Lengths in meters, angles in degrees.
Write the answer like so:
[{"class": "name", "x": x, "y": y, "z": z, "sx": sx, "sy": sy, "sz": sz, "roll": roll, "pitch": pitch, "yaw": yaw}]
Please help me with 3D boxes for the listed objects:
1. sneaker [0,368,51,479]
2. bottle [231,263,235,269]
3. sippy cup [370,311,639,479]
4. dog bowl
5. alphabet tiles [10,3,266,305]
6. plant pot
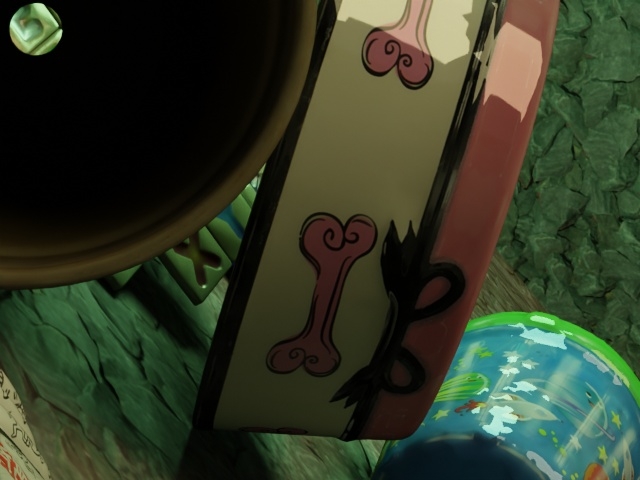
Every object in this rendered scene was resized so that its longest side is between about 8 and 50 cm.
[{"class": "sneaker", "x": -0.173, "y": 0.094, "z": 0.680, "sx": 0.145, "sy": 0.090, "sz": 0.270, "roll": 57, "pitch": -2, "yaw": 29}, {"class": "bottle", "x": 0.000, "y": 0.000, "z": 1.592, "sx": 0.092, "sy": 0.118, "sz": 0.283, "roll": 46, "pitch": 8, "yaw": 24}, {"class": "sippy cup", "x": 0.141, "y": 0.196, "z": 1.338, "sx": 0.224, "sy": 0.305, "sz": 0.240, "roll": -33, "pitch": 128, "yaw": -68}, {"class": "dog bowl", "x": 0.043, "y": -0.044, "z": 1.156, "sx": 0.150, "sy": 0.408, "sz": 0.408, "roll": 18, "pitch": 15, "yaw": -1}, {"class": "alphabet tiles", "x": -0.153, "y": -0.130, "z": 1.284, "sx": 0.342, "sy": 0.011, "sz": 0.285, "roll": 55, "pitch": 40, "yaw": -16}, {"class": "plant pot", "x": -0.176, "y": -0.138, "z": 1.016, "sx": 0.323, "sy": 0.323, "sz": 0.280, "roll": 50, "pitch": -4, "yaw": -6}]
